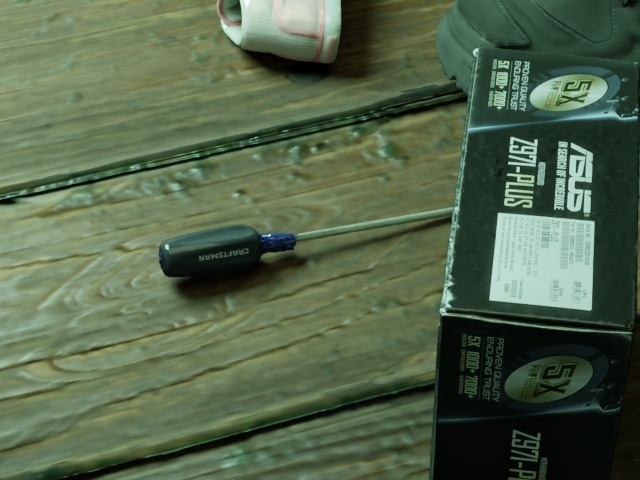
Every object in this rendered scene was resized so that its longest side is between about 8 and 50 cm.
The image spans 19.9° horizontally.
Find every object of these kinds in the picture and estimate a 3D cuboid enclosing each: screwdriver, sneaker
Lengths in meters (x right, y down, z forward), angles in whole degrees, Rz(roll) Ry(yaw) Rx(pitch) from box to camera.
[{"bbox_3d":[0.000,0.000,0.936,0.170,0.024,0.025,-5,72,-16],"label":"screwdriver"},{"bbox_3d":[0.183,-0.099,0.963,0.286,0.130,0.109,28,47,25],"label":"sneaker"},{"bbox_3d":[-0.026,-0.157,1.081,0.070,0.051,0.134,2,46,-6],"label":"sneaker"}]

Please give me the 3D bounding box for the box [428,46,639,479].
[{"bbox_3d":[0.095,0.027,0.809,0.077,0.147,0.180,6,42,5],"label":"box"}]
